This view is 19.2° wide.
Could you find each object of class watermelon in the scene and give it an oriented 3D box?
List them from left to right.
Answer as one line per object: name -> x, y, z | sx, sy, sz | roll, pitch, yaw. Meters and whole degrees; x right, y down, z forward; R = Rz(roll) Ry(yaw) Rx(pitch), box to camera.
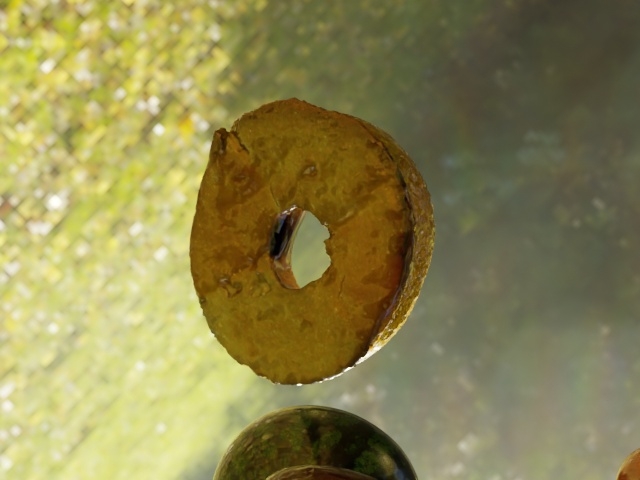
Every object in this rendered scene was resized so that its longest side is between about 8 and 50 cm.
watermelon -> -0.004, 0.330, 2.253 | 0.269, 0.269, 0.269 | -45, 170, -10

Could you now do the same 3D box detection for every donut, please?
donut -> -0.001, 0.000, 1.259 | 0.074, 0.174, 0.190 | -11, 109, -59

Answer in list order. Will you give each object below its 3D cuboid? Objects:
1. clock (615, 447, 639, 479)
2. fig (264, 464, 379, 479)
clock -> 0.338, 0.246, 1.587 | 0.051, 0.205, 0.205 | -49, 172, -24
fig -> 0.043, 0.320, 2.001 | 0.290, 0.191, 0.190 | -6, 147, -32
